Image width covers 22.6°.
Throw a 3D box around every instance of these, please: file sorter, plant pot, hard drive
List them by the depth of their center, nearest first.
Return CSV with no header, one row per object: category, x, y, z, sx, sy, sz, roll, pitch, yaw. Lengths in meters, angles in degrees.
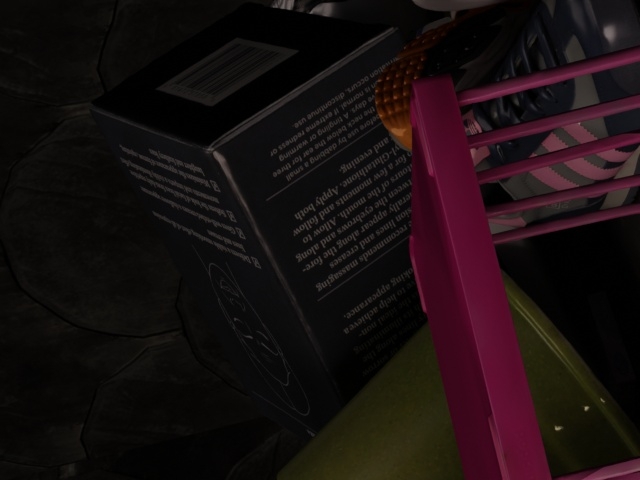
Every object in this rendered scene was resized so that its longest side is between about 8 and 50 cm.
file sorter,0.155,0.040,0.835,0.290,0.182,0.202,79,179,-74
plant pot,0.114,0.192,1.332,0.276,0.254,0.276,52,178,2
hard drive,0.172,-0.024,1.445,0.318,0.040,0.210,54,-160,-49

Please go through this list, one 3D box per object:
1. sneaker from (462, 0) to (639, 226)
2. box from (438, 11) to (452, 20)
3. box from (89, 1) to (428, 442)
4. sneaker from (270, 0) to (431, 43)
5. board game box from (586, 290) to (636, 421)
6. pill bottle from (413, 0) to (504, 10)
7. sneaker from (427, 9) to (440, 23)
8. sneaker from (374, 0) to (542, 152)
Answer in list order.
sneaker,0.151,-0.085,1.090,0.319,0.131,0.112,76,-179,-65
box,0.174,-0.157,1.649,0.087,0.058,0.232,77,179,-56
box,0.000,0.000,1.527,0.293,0.212,0.395,23,144,59
sneaker,0.022,-0.164,1.723,0.210,0.137,0.366,66,151,11
board game box,0.257,0.105,1.411,0.090,0.020,0.090,71,-176,-58
pill bottle,0.097,-0.291,1.075,0.136,0.136,0.245,73,-177,-85
sneaker,0.144,-0.141,1.876,0.202,0.185,0.482,35,145,56
sneaker,0.136,-0.124,1.254,0.262,0.099,0.121,-51,-59,-46
